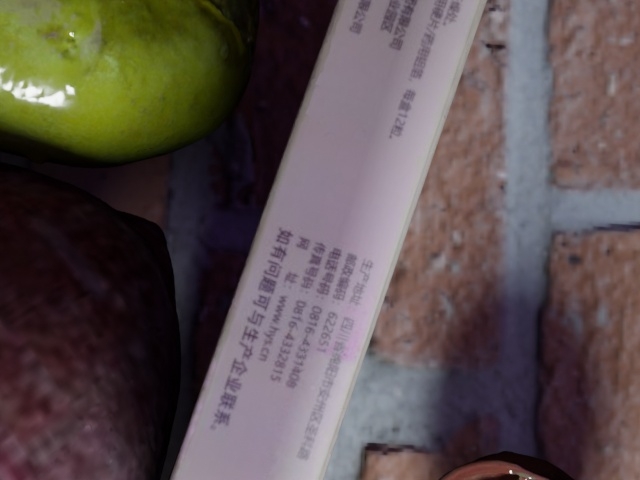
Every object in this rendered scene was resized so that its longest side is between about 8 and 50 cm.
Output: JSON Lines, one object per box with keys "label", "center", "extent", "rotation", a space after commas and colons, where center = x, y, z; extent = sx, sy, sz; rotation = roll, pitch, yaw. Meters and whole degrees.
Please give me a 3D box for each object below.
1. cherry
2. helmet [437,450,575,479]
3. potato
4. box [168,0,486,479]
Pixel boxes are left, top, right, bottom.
{"label": "cherry", "center": [-0.178, 0.077, 0.851], "extent": [0.230, 0.203, 0.300], "rotation": [22, 54, 36]}
{"label": "helmet", "center": [0.102, 0.143, 0.951], "extent": [0.089, 0.057, 0.111], "rotation": [-41, 94, 25]}
{"label": "potato", "center": [-0.151, -0.123, 0.898], "extent": [0.253, 0.186, 0.148], "rotation": [12, 107, -11]}
{"label": "box", "center": [0.000, 0.000, 0.881], "extent": [0.069, 0.214, 0.353], "rotation": [18, 79, -2]}
